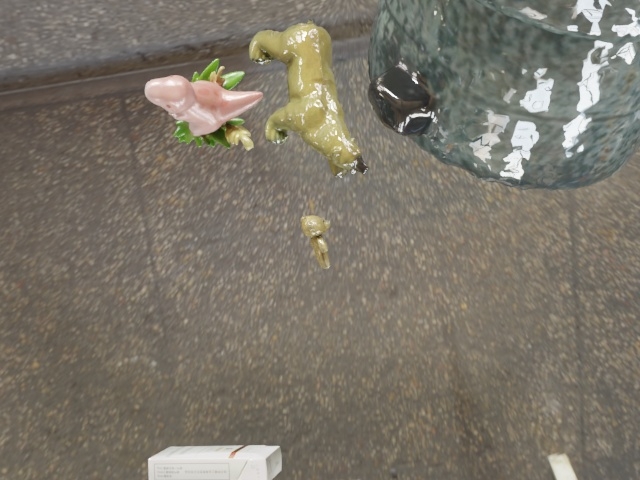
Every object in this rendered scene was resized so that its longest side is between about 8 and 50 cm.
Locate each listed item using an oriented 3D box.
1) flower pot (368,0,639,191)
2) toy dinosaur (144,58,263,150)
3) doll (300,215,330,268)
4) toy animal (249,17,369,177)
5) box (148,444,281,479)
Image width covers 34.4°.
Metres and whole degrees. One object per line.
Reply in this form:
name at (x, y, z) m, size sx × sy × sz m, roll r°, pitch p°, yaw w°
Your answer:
flower pot at (0.158, -0.222, 0.761) m, size 0.299 × 0.299 × 0.283 m, roll 14°, pitch 136°, yaw -2°
toy dinosaur at (-0.192, -0.243, 1.719) m, size 0.194 × 0.177 × 0.152 m, roll 12°, pitch 84°, yaw -10°
doll at (-0.009, 0.003, 1.789) m, size 0.051 × 0.061 × 0.093 m, roll -1°, pitch 98°, yaw -16°
toy animal at (-0.006, -0.160, 1.179) m, size 0.103 × 0.101 × 0.219 m, roll -1°, pitch 69°, yaw -26°
box at (-0.134, 0.288, 1.327) m, size 0.154 × 0.084 × 0.040 m, roll -2°, pitch 87°, yaw 11°
